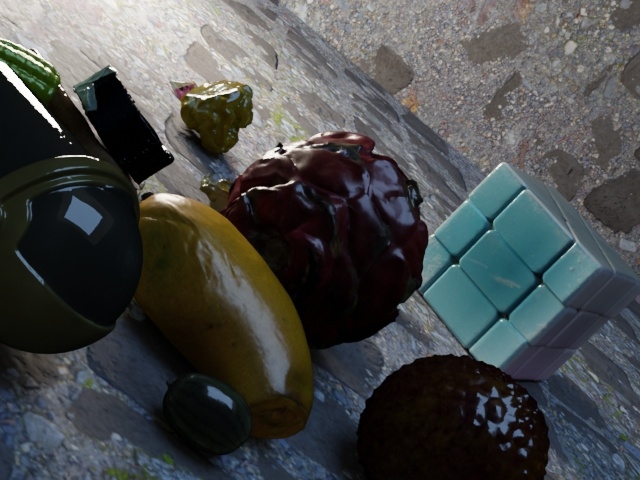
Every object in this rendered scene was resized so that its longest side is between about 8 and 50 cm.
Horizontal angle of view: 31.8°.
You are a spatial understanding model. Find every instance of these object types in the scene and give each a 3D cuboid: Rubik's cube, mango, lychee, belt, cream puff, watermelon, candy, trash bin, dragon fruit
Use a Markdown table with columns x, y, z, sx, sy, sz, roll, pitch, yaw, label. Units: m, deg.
| x | y | z | sx | sy | sz | roll | pitch | yaw | label |
| --- | --- | --- | --- | --- | --- | --- | --- | --- | --- |
| 0.421 | 0.074 | 2.323 | 0.322 | 0.316 | 0.319 | 53 | 20 | 26 | Rubik's cube |
| -0.122 | 0.088 | 1.396 | 0.359 | 0.144 | 0.187 | 53 | 31 | 13 | mango |
| 0.178 | 0.267 | 1.469 | 0.260 | 0.260 | 0.260 | 38 | 18 | -15 | lychee |
| -0.297 | -0.176 | 1.666 | 0.198 | 0.078 | 0.151 | 53 | -5 | 36 | belt |
| -0.184 | -0.225 | 2.055 | 0.146 | 0.146 | 0.116 | -81 | 161 | -70 | cream puff |
| -0.126 | 0.190 | 1.241 | 0.110 | 0.078 | 0.078 | 36 | 18 | -9 | watermelon |
| -0.455 | -0.239 | 1.519 | 0.209 | 0.097 | 0.097 | 31 | 21 | -28 | candy |
| -0.306 | -0.029 | 1.149 | 0.214 | 0.214 | 0.334 | 19 | 25 | -53 | trash bin |
| 0.002 | 0.002 | 1.604 | 0.329 | 0.329 | 0.329 | 38 | 18 | -15 | dragon fruit |

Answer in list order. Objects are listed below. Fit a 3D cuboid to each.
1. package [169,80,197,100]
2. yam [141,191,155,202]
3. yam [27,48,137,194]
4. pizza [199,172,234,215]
| x | y | z | sx | sy | sz | roll | pitch | yaw | label |
| --- | --- | --- | --- | --- | --- | --- | --- | --- | --- |
| -0.254 | -0.288 | 2.182 | 0.059 | 0.029 | 0.083 | 55 | 30 | 14 | package |
| -0.242 | -0.036 | 1.612 | 0.033 | 0.027 | 0.129 | 32 | 19 | -34 | yam |
| -0.360 | -0.168 | 1.639 | 0.045 | 0.045 | 0.327 | -15 | 53 | -34 | yam |
| -0.100 | -0.038 | 1.863 | 0.287 | 0.075 | 0.280 | 27 | 19 | -36 | pizza |
